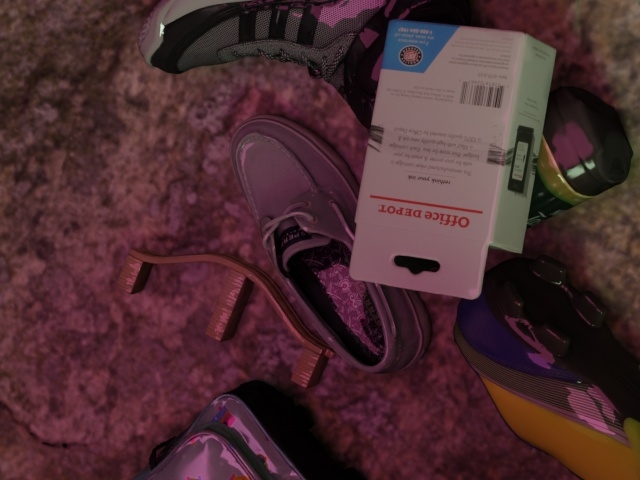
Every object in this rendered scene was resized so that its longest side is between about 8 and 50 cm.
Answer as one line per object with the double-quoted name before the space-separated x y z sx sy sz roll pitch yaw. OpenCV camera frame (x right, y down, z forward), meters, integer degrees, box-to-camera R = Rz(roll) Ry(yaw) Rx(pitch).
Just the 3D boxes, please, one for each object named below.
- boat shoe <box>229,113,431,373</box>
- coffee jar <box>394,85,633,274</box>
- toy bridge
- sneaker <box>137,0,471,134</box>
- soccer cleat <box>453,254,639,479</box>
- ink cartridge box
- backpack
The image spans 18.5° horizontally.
"boat shoe" 0.000 0.001 1.467 0.079 0.081 0.227 -38 80 21
"coffee jar" 0.128 -0.042 1.400 0.184 0.096 0.079 -27 79 24
"toy bridge" -0.068 0.048 1.531 0.188 0.026 0.063 26 103 19
"sneaker" -0.004 -0.138 1.444 0.268 0.101 0.153 -19 85 21
"soccer cleat" 0.204 0.139 1.398 0.289 0.093 0.121 51 144 12
"ink cartridge box" 0.088 -0.053 1.332 0.104 0.060 0.180 10 89 28
"backpack" -0.076 0.222 1.489 0.188 0.144 0.166 -44 83 23
